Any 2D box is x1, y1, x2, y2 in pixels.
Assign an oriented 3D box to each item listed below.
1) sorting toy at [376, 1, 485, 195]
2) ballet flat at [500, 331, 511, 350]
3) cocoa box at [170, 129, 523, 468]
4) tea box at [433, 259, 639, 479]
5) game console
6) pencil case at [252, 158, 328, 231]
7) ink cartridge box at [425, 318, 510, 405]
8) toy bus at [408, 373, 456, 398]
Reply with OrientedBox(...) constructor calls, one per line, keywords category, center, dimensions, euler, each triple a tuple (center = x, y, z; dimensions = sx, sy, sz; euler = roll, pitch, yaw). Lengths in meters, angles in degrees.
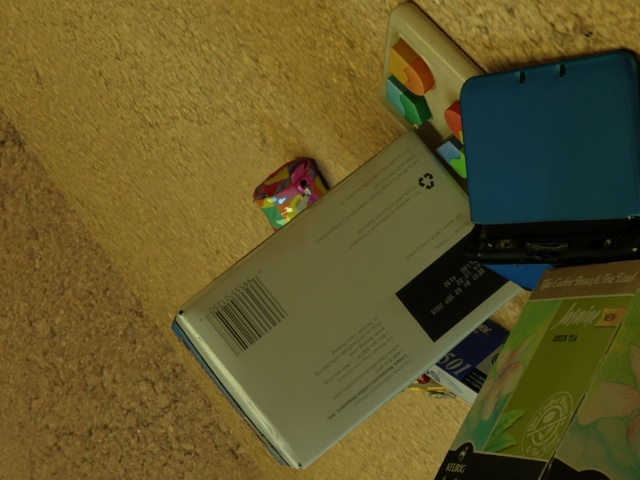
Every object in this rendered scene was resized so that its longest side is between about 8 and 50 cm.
OrientedBox(category="sorting toy", center=(0.132, -0.142, 1.955), dimensions=(0.193, 0.038, 0.208), euler=(47, 161, 14))
OrientedBox(category="ballet flat", center=(0.270, 0.118, 2.063), dimensions=(0.087, 0.083, 0.247), euler=(69, 159, 3))
OrientedBox(category="cocoa box", center=(0.028, 0.074, 2.086), dimensions=(0.231, 0.347, 0.228), euler=(51, 171, 0))
OrientedBox(category="tea box", center=(0.311, 0.234, 1.654), dimensions=(0.329, 0.323, 0.220), euler=(32, 166, -15))
OrientedBox(category="game console", center=(0.280, -0.042, 1.759), dimensions=(0.250, 0.173, 0.293), euler=(28, 167, -25))
OrientedBox(category="pencil case", center=(0.000, 0.000, 2.443), dimensions=(0.236, 0.104, 0.104), euler=(57, 161, -20))
OrientedBox(category="ink cartridge box", center=(0.219, 0.165, 2.233), dimensions=(0.207, 0.097, 0.046), euler=(34, 155, 43))
OrientedBox(category="toy bus", center=(0.126, 0.148, 2.407), dimensions=(0.202, 0.191, 0.104), euler=(153, 122, -71))
